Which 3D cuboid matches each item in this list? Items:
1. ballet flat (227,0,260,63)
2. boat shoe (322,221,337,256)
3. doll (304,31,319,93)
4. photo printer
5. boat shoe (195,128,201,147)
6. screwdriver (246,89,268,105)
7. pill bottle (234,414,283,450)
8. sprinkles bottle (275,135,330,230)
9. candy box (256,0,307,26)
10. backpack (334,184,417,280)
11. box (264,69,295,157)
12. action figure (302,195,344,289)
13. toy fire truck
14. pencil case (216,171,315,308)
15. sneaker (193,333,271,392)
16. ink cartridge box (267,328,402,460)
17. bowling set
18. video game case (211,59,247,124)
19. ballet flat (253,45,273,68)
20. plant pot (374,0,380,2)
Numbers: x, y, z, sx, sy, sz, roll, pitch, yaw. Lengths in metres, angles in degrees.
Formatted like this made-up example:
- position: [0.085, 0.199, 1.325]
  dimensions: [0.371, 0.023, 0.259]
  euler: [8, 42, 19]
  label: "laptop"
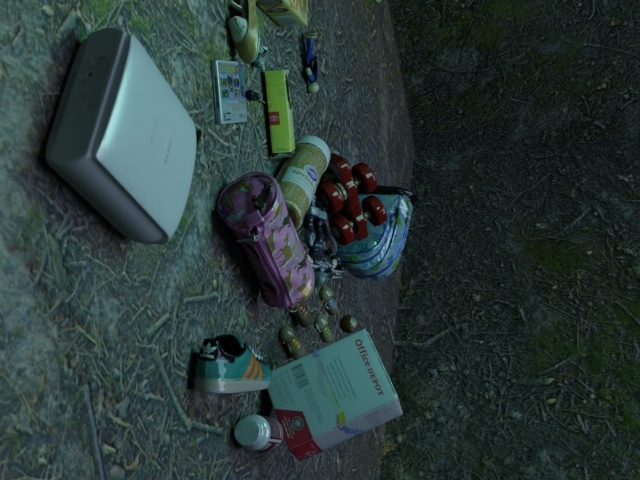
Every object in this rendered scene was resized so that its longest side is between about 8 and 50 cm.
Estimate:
- position: [-0.190, -0.537, 1.744]
  dimensions: [0.073, 0.080, 0.232]
  euler: [5, 81, -46]
  label: "ballet flat"
- position: [0.000, 0.000, 2.399]
  dimensions: [0.183, 0.066, 0.066]
  euler: [65, 32, -35]
  label: "boat shoe"
- position: [-0.030, -0.557, 2.324]
  dimensions: [0.129, 0.046, 0.189]
  euler: [-81, 170, -61]
  label: "doll"
- position: [-0.306, -0.152, 1.217]
  dimensions: [0.307, 0.107, 0.256]
  euler: [62, 31, -58]
  label: "photo printer"
- position: [-0.270, -0.180, 1.472]
  dimensions: [0.046, 0.038, 0.125]
  euler: [74, 22, -43]
  label: "boat shoe"
- position: [-0.158, -0.370, 1.911]
  dimensions: [0.025, 0.024, 0.170]
  euler: [-63, 169, 10]
  label: "screwdriver"
- position: [-0.152, 0.468, 1.787]
  dimensions: [0.152, 0.086, 0.086]
  euler: [48, 44, -67]
  label: "pill bottle"
- position: [-0.066, -0.160, 2.048]
  dimensions: [0.355, 0.121, 0.121]
  euler: [-69, 154, -51]
  label: "sprinkles bottle"
- position: [-0.117, -0.702, 1.940]
  dimensions: [0.316, 0.087, 0.183]
  euler: [7, 82, -74]
  label: "candy box"
- position: [0.184, -0.030, 2.713]
  dimensions: [0.273, 0.290, 0.356]
  euler: [27, 70, -63]
  label: "backpack"
- position: [-0.109, -0.346, 2.000]
  dimensions: [0.087, 0.058, 0.232]
  euler: [-66, 153, -74]
  label: "box"
- position: [-0.016, 0.014, 2.186]
  dimensions: [0.185, 0.099, 0.285]
  euler: [23, 53, -45]
  label: "action figure"
- position: [0.061, -0.143, 2.358]
  dimensions: [0.254, 0.169, 0.302]
  euler: [33, -31, 53]
  label: "toy fire truck"
- position: [-0.122, 0.011, 1.782]
  dimensions: [0.167, 0.160, 0.386]
  euler: [-50, 148, -21]
  label: "pencil case"
- position: [-0.183, 0.270, 1.643]
  dimensions: [0.302, 0.108, 0.121]
  euler: [21, 74, -72]
  label: "sneaker"
- position: [0.032, 0.406, 1.933]
  dimensions: [0.131, 0.306, 0.226]
  euler: [69, -2, -55]
  label: "ink cartridge box"
- position: [0.002, 0.204, 2.161]
  dimensions: [0.154, 0.199, 0.287]
  euler: [66, 24, -52]
  label: "bowling set"
- position: [-0.212, -0.347, 1.721]
  dimensions: [0.157, 0.019, 0.143]
  euler: [-35, 123, -70]
  label: "video game case"
- position: [-0.151, -0.486, 1.913]
  dimensions: [0.114, 0.041, 0.041]
  euler: [-69, 154, -55]
  label: "ballet flat"
- position: [0.046, -0.850, 2.221]
  dimensions: [0.276, 0.253, 0.276]
  euler: [-1, 90, -74]
  label: "plant pot"
